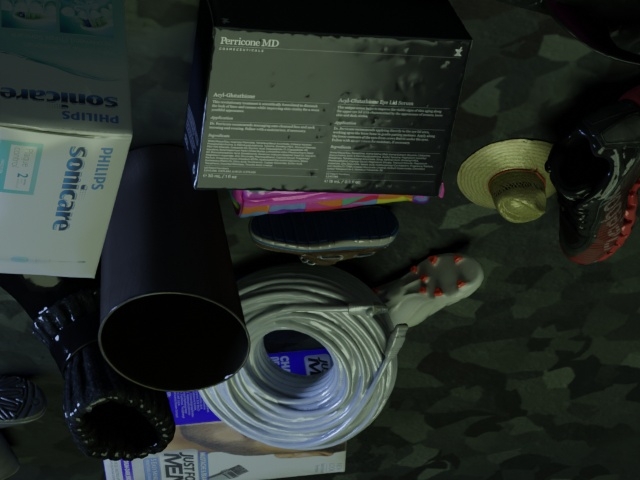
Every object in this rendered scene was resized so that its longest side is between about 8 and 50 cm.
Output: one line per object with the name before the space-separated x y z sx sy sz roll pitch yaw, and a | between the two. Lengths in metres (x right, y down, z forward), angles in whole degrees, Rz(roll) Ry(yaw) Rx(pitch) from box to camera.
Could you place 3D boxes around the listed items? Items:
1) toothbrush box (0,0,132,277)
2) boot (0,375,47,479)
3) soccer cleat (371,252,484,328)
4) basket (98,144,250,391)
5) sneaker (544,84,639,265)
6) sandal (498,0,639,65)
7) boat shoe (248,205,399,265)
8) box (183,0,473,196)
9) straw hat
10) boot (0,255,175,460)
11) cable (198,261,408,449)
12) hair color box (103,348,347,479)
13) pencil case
toothbrush box | -0.252 -0.145 1.467 0.126 0.295 0.216 3 145 -17
boot | -0.445 0.268 2.216 0.189 0.076 0.208 2 140 10
soccer cleat | 0.132 0.068 2.067 0.196 0.068 0.076 -23 149 32
basket | -0.170 0.020 1.780 0.154 0.227 0.204 -17 145 9
sneaker | 0.310 -0.061 1.862 0.135 0.097 0.276 -20 149 -25
sandal | 0.309 -0.238 1.621 0.445 0.107 0.167 10 142 -25
boat shoe | 0.000 0.000 1.933 0.183 0.066 0.066 2 145 -15
box | 0.003 -0.149 1.642 0.261 0.103 0.184 2 125 -14
straw hat | 0.233 -0.054 1.911 0.144 0.061 0.144 -6 145 -4
boot | -0.294 0.085 1.818 0.131 0.260 0.348 -28 142 28
cable | -0.030 0.145 2.047 0.257 0.089 0.257 14 122 1
hair color box | -0.134 0.251 2.232 0.339 0.110 0.185 -6 145 -6
pencil case | 0.013 -0.080 1.793 0.236 0.104 0.104 -5 145 -4
